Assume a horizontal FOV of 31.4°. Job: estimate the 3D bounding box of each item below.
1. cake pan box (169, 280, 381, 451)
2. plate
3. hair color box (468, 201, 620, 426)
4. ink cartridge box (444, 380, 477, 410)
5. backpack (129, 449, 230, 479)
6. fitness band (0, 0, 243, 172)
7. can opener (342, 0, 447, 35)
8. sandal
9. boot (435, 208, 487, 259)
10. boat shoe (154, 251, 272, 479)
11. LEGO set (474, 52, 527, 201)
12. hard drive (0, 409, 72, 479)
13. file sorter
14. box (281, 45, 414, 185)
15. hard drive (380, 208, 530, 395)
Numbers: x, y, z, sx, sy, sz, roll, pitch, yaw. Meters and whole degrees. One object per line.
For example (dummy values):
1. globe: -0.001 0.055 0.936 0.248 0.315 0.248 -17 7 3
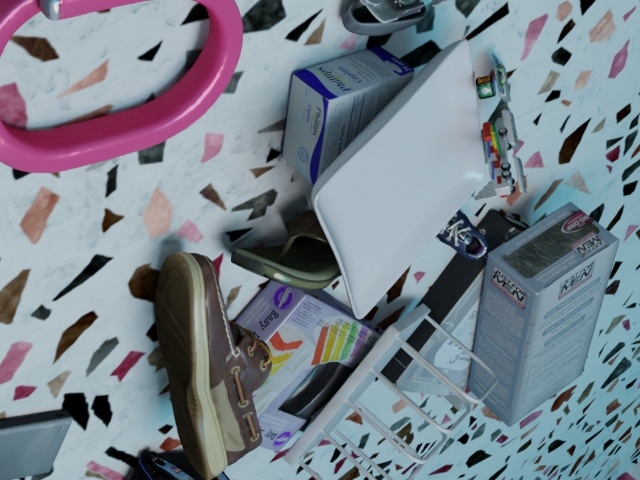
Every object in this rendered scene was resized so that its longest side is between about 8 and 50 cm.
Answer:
1. cake pan box: -0.057 0.181 1.636 0.246 0.070 0.267 -46 148 4
2. plate: 0.095 -0.074 1.388 0.277 0.045 0.278 -48 148 -18
3. hair color box: 0.365 0.131 1.903 0.185 0.113 0.374 -30 145 -24
4. ink cartridge box: 0.301 0.247 2.127 0.135 0.056 0.099 -20 139 -34
5. backpack: -0.182 0.387 1.617 0.158 0.173 0.117 6 121 -52
6. fitness band: -0.203 -0.168 1.092 0.291 0.054 0.209 -20 140 -34
7. can opener: 0.144 -0.310 1.340 0.283 0.076 0.095 -24 174 -32
8. sandal: 0.000 -0.001 1.477 0.303 0.120 0.086 -13 115 -48
9. boot: 0.185 -0.032 1.657 0.069 0.086 0.190 -50 148 7
10. boat shoe: -0.123 0.149 1.427 0.123 0.123 0.342 -20 125 -23
11. LEGO set: 0.222 -0.145 1.467 0.060 0.182 0.244 -10 180 14
12. hard drive: -0.378 0.255 1.387 0.135 0.022 0.094 -2 128 -48
13. file sorter: 0.115 0.270 1.762 0.277 0.173 0.193 -52 169 18
14. box: 0.032 -0.151 1.362 0.137 0.072 0.126 -23 140 -33
15. hard drive: 0.258 0.116 1.930 0.339 0.064 0.237 -53 147 13
